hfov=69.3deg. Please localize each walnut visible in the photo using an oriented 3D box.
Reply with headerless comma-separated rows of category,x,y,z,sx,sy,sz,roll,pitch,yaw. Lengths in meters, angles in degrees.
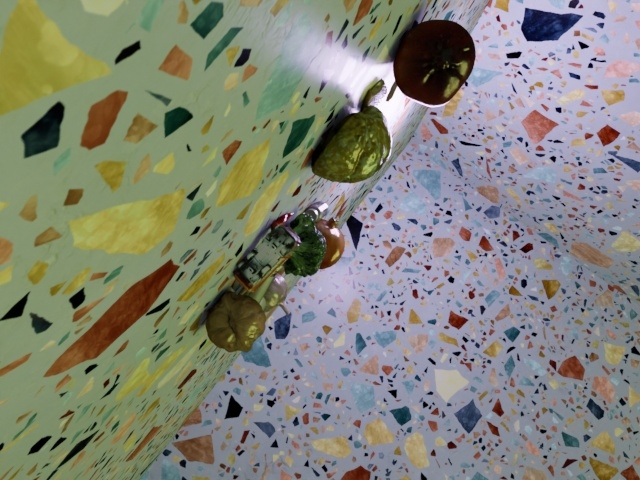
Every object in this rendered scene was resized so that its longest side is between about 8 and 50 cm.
walnut,-0.321,0.311,1.770,0.224,0.257,0.257,-20,169,-5

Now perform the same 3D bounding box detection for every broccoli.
broccoli,-0.094,0.026,1.935,0.269,0.261,0.241,-13,171,33

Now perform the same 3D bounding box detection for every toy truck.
toy truck,-0.194,0.068,1.675,0.270,0.114,0.135,-45,171,7

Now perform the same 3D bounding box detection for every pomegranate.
pomegranate,0.000,0.000,2.223,0.270,0.252,0.229,-61,176,24

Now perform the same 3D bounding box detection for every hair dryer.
hair dryer,-0.269,0.229,1.956,0.362,0.128,0.203,-59,-178,27

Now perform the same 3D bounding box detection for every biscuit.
biscuit,0.216,-0.551,1.775,0.228,0.031,0.176,-48,173,-39

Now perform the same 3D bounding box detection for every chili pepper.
chili pepper,-0.144,-0.076,1.755,0.045,0.027,0.178,-53,175,38

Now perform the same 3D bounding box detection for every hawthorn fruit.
hawthorn fruit,0.386,-0.621,1.641,0.295,0.295,0.311,-52,-163,-14

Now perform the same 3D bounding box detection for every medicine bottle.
medicine bottle,-0.021,-0.129,2.136,0.079,0.079,0.140,-56,173,27

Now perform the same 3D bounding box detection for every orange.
orange,0.135,-0.327,1.637,0.369,0.210,0.271,-43,171,-47

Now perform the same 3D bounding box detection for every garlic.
garlic,-0.229,0.292,2.334,0.218,0.212,0.218,-50,179,-1

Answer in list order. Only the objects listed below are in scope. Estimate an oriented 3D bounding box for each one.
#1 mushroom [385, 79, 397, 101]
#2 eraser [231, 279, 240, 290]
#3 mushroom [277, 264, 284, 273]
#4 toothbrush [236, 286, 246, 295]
mushroom,0.315,-0.634,1.841,0.187,0.061,0.060,-63,-178,18
eraser,-0.307,0.153,1.816,0.063,0.027,0.085,-58,173,31
mushroom,-0.195,0.101,2.139,0.116,0.093,0.225,-41,-178,-7
toothbrush,-0.319,0.211,1.883,0.307,0.025,0.029,-47,-174,34
